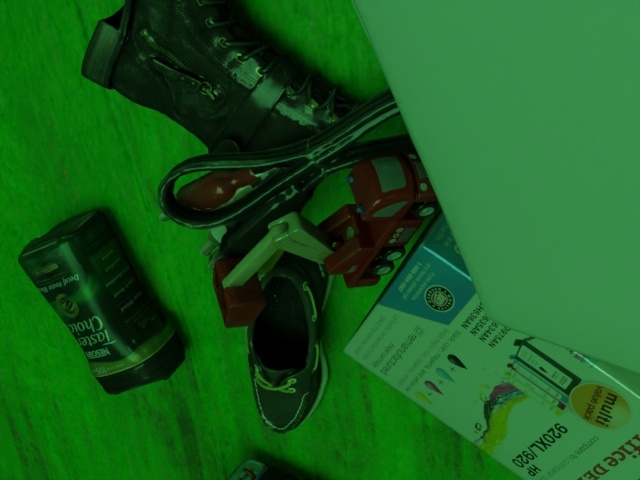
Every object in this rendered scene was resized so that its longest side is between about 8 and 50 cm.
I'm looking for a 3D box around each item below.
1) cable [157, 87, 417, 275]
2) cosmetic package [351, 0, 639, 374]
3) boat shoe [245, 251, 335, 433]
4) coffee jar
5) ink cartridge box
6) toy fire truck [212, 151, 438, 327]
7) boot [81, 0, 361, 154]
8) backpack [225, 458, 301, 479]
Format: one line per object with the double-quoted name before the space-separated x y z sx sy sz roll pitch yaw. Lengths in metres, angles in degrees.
"cable" -0.020 -0.066 0.943 0.287 0.072 0.139 -37 118 25
"cosmetic package" 0.276 -0.117 0.536 0.393 0.329 0.327 18 150 40
"boat shoe" -0.037 0.101 1.101 0.081 0.069 0.228 17 124 16
"coffee jar" -0.217 0.067 1.163 0.096 0.079 0.184 -20 108 34
"ink cartridge box" 0.175 0.061 0.892 0.232 0.168 0.171 35 142 3
"toy fire truck" 0.000 0.000 0.918 0.192 0.135 0.047 -58 43 50
"boot" -0.062 -0.162 0.960 0.229 0.091 0.263 33 131 -2
"backpack" -0.071 0.340 1.213 0.117 0.158 0.173 27 139 20
